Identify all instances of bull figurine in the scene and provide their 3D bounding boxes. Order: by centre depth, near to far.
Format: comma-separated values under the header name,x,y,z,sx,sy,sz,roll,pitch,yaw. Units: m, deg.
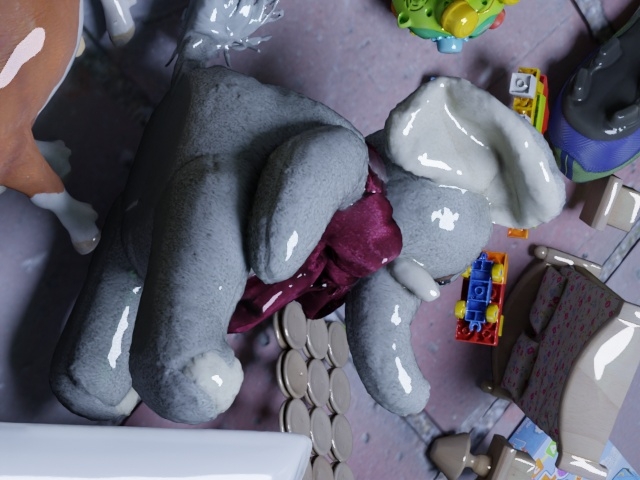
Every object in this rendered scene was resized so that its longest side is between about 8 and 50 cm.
name,x,y,z,sx,sy,sz,roll,pitch,yaw
bull figurine,-0.196,-0.100,1.136,0.188,0.101,0.310,27,92,-46

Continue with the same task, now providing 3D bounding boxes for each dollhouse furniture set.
name,x,y,z,sx,sy,sz,roll,pitch,yaw
dollhouse furniture set,0.143,0.114,1.430,0.174,0.303,0.355,19,97,-11

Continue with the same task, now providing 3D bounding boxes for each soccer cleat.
name,x,y,z,sx,sy,sz,roll,pitch,yaw
soccer cleat,0.291,-0.154,1.552,0.289,0.093,0.121,-40,161,-25

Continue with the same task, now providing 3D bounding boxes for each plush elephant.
name,x,y,z,sx,sy,sz,roll,pitch,yaw
plush elephant,0.000,0.000,1.232,0.255,0.272,0.330,20,71,-19

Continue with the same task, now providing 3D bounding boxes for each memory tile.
name,x,y,z,sx,sy,sz,roll,pitch,yaw
memory tile,-0.005,0.125,1.399,0.113,0.012,0.148,26,58,-61

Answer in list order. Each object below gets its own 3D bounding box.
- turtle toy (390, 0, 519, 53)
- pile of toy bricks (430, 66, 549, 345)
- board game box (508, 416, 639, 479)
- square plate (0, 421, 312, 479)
name,x,y,z,sx,sy,sz,roll,pitch,yaw
turtle toy,0.105,-0.185,1.367,0.130,0.095,0.066,-34,150,-23
pile of toy bricks,0.117,-0.028,1.450,0.105,0.118,0.212,17,81,-71
board game box,0.215,0.250,1.688,0.160,0.039,0.211,-51,132,-9
square plate,-0.199,0.274,1.253,0.347,0.049,0.344,5,117,-28
